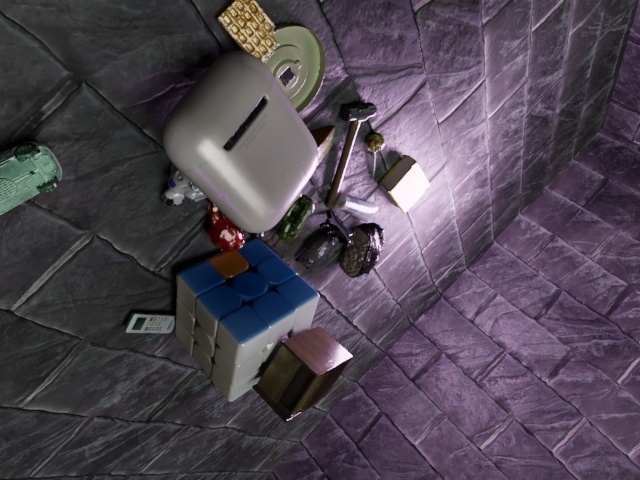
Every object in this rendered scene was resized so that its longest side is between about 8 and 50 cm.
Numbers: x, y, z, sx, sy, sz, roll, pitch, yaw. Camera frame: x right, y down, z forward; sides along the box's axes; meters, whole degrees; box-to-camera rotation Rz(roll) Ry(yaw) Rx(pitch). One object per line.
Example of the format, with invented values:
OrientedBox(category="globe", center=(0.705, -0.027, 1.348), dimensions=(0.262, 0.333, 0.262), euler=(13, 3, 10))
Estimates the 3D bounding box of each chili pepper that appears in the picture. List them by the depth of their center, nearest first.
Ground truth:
OrientedBox(category="chili pepper", center=(-0.089, -0.045, 1.462), dimensions=(0.073, 0.072, 0.204), euler=(12, 116, -57))

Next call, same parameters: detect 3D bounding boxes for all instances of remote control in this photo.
OrientedBox(category="remote control", center=(-0.477, 0.233, 1.347), dimensions=(0.166, 0.029, 0.065), euler=(17, 105, -56))

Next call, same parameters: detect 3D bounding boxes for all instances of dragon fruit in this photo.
OrientedBox(category="dragon fruit", center=(-0.269, -0.046, 1.254), dimensions=(0.094, 0.094, 0.191), euler=(-37, 126, -16))

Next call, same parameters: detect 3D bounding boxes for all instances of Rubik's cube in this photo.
OrientedBox(category="Rubik's cube", center=(-0.220, 0.219, 1.370), dimensions=(0.290, 0.291, 0.291), euler=(-28, 146, -39))

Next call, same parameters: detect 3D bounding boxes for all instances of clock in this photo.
OrientedBox(category="clock", center=(-0.085, -0.393, 1.122), dimensions=(0.234, 0.029, 0.235), euler=(-31, 145, -25))

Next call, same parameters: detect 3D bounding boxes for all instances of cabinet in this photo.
OrientedBox(category="cabinet", center=(-0.050, 0.367, 1.336), dimensions=(0.175, 0.148, 0.215), euler=(-59, 157, 17))

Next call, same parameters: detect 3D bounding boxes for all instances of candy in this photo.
OrientedBox(category="candy", center=(0.179, -0.276, 1.560), dimensions=(0.060, 0.060, 0.201), euler=(-36, 154, -18))

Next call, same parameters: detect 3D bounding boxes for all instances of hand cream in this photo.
OrientedBox(category="hand cream", center=(0.133, -0.114, 1.681), dimensions=(0.079, 0.048, 0.255), euler=(-51, 153, 16))

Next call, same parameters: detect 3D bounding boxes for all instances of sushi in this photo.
OrientedBox(category="sushi", center=(0.166, 0.037, 1.812), dimensions=(0.127, 0.124, 0.225), euler=(-14, 136, -41))

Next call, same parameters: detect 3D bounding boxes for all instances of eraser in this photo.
OrientedBox(category="eraser", center=(0.319, -0.210, 1.773), dimensions=(0.158, 0.069, 0.226), euler=(-50, 149, 2))

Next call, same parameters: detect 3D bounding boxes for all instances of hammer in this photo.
OrientedBox(category="hammer", center=(0.074, -0.251, 1.462), dimensions=(0.111, 0.043, 0.366), euler=(-20, 141, -37))

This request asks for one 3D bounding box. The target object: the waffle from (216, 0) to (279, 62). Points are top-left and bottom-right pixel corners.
OrientedBox(category="waffle", center=(-0.143, -0.439, 0.982), dimensions=(0.092, 0.021, 0.135), euler=(-49, 135, 2))

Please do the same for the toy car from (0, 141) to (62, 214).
OrientedBox(category="toy car", center=(-0.572, -0.097, 0.823), dimensions=(0.224, 0.076, 0.090), euler=(-40, 147, -27))

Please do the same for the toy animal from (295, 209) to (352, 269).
OrientedBox(category="toy animal", center=(-0.003, 0.001, 1.638), dimensions=(0.210, 0.121, 0.117), euler=(-39, -163, 19))

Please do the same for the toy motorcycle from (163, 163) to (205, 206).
OrientedBox(category="toy motorcycle", center=(-0.267, -0.150, 1.119), dimensions=(0.221, 0.102, 0.150), euler=(-26, 164, -26))

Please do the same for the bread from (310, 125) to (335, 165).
OrientedBox(category="bread", center=(0.011, -0.264, 1.329), dimensions=(0.139, 0.084, 0.074), euler=(-23, 140, -35))

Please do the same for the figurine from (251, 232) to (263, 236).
OrientedBox(category="figurine", center=(-0.150, -0.107, 1.259), dimensions=(0.108, 0.114, 0.196), euler=(-18, 128, -53))

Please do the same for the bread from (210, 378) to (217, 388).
OrientedBox(category="bread", center=(-0.350, 0.483, 1.726), dimensions=(0.110, 0.103, 0.157), euler=(-17, 134, -22))

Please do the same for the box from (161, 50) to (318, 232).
OrientedBox(category="box", center=(-0.157, -0.203, 1.033), dimensions=(0.289, 0.141, 0.349), euler=(-55, 135, -17))

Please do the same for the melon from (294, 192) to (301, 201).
OrientedBox(category="melon", center=(-0.145, -0.119, 1.353), dimensions=(0.182, 0.054, 0.098), euler=(-8, 146, -46))
